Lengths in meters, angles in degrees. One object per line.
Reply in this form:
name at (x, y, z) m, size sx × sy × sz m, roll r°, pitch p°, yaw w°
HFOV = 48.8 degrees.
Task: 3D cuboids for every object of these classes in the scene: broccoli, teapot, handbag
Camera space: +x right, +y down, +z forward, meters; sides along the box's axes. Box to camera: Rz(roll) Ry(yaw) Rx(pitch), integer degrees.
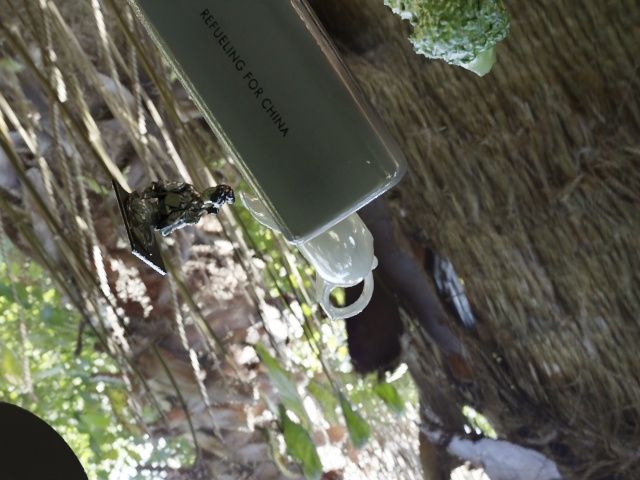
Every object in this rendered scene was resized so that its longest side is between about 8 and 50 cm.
broccoli at (0.174, -0.365, 0.983) m, size 0.186 × 0.254 × 0.302 m, roll -4°, pitch -172°, yaw 4°
teapot at (0.000, 0.000, 1.141) m, size 0.139 × 0.298 × 0.204 m, roll -40°, pitch -160°, yaw -5°
handbag at (-0.383, 0.303, 0.809) m, size 0.093 × 0.254 × 0.308 m, roll -39°, pitch 177°, yaw 6°

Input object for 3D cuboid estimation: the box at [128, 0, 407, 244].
box at (-0.043, -0.122, 0.496) m, size 0.103 × 0.244 × 0.055 m, roll -32°, pitch -178°, yaw 24°

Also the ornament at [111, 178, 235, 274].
ornament at (-0.259, -0.064, 1.324) m, size 0.196 × 0.166 × 0.153 m, roll -23°, pitch 159°, yaw -1°
